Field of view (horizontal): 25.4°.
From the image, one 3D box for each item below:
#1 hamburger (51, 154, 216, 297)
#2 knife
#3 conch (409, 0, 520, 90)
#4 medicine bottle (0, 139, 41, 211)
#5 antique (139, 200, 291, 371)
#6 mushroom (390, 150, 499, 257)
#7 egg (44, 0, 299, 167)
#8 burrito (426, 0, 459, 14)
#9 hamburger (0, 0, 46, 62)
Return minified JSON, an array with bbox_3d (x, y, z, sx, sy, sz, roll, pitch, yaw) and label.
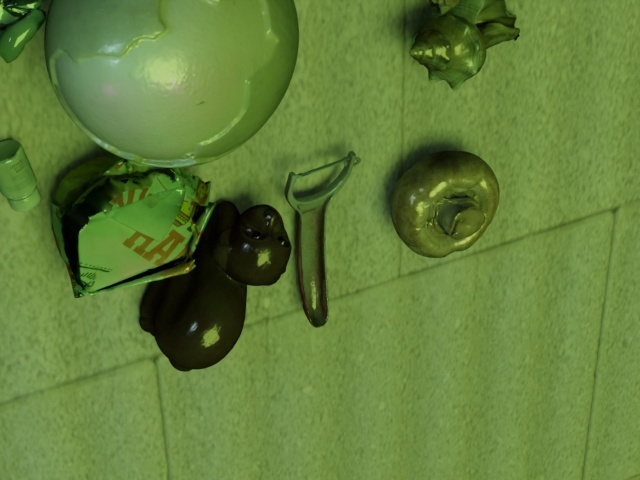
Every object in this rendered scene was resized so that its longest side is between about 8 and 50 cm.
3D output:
[{"bbox_3d":[-0.240,-0.045,1.804,0.214,0.125,0.235,-25,135,-22],"label":"hamburger"},{"bbox_3d":[-0.001,-0.001,2.023,0.123,0.053,0.278,-17,130,-26],"label":"knife"},{"bbox_3d":[0.184,-0.289,1.905,0.234,0.114,0.137,-52,156,-39],"label":"conch"},{"bbox_3d":[-0.377,-0.079,1.745,0.047,0.047,0.083,-27,132,-12],"label":"medicine bottle"},{"bbox_3d":[-0.135,0.061,1.930,0.257,0.143,0.121,-49,130,5],"label":"antique"},{"bbox_3d":[0.183,-0.049,2.051,0.166,0.127,0.166,-16,134,-17],"label":"mushroom"},{"bbox_3d":[-0.167,-0.217,1.566,0.278,0.336,0.278,5,111,14],"label":"egg"},{"bbox_3d":[0.223,-0.434,1.726,0.332,0.135,0.190,-46,132,6],"label":"burrito"},{"bbox_3d":[-0.428,-0.285,1.522,0.276,0.150,0.260,-11,111,-5],"label":"hamburger"}]
